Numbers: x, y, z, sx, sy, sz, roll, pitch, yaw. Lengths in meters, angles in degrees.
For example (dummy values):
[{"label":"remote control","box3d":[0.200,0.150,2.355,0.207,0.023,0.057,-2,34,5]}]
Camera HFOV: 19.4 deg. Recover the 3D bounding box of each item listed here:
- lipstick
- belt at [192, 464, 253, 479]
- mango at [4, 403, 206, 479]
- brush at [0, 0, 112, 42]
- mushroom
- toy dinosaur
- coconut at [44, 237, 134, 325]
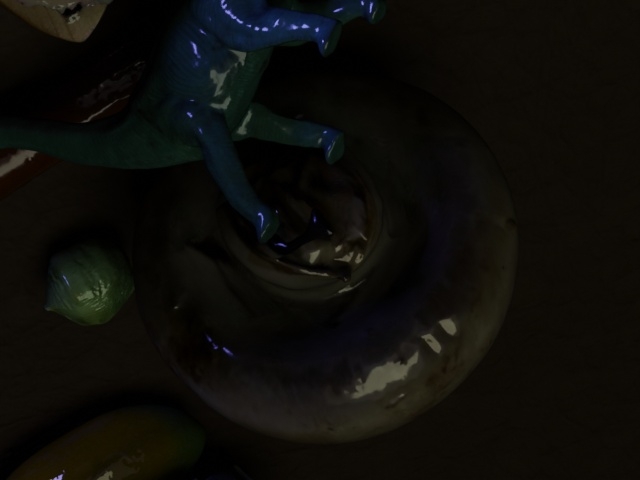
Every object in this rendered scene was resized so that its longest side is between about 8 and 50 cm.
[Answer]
[{"label":"lipstick","box3d":[-0.187,-0.141,1.696,0.418,0.077,0.077,-32,135,4]},{"label":"belt","box3d":[-0.124,0.356,2.024,0.184,0.164,0.289,-44,167,13]},{"label":"mango","box3d":[-0.237,0.264,1.999,0.251,0.114,0.156,-32,132,3]},{"label":"brush","box3d":[-0.221,-0.248,1.523,0.174,0.166,0.266,-24,137,-6]},{"label":"mushroom","box3d":[0.000,0.000,1.705,0.362,0.362,0.294,-29,156,-1]},{"label":"toy dinosaur","box3d":[-0.129,-0.182,1.574,0.129,0.331,0.383,-14,126,-69]},{"label":"coconut","box3d":[-0.229,0.043,1.832,0.096,0.088,0.088,-33,136,-4]}]
